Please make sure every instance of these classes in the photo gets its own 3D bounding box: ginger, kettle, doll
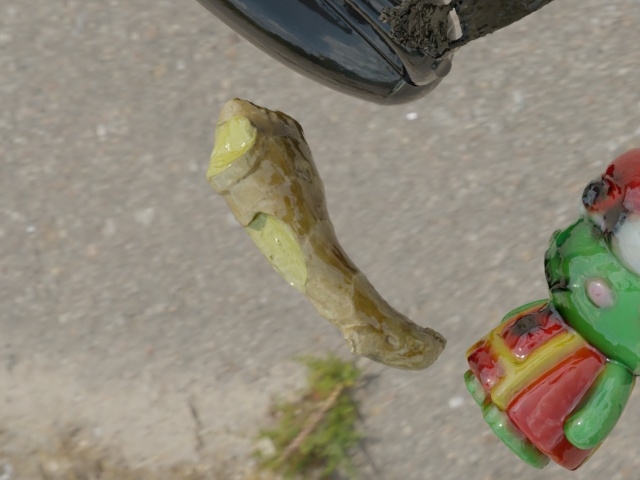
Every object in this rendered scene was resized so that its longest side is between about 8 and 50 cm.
[{"bbox_3d":[0.000,0.000,1.698,0.086,0.131,0.294,-41,83,26],"label":"ginger"},{"bbox_3d":[0.018,-0.256,1.984,0.290,0.268,0.207,42,89,-7],"label":"kettle"},{"bbox_3d":[0.263,0.019,1.470,0.160,0.182,0.363,31,103,-20],"label":"doll"}]

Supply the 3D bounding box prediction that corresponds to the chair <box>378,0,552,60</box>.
[{"bbox_3d":[0.096,-0.165,0.970,0.174,0.213,0.149,-28,121,-4],"label":"chair"}]
